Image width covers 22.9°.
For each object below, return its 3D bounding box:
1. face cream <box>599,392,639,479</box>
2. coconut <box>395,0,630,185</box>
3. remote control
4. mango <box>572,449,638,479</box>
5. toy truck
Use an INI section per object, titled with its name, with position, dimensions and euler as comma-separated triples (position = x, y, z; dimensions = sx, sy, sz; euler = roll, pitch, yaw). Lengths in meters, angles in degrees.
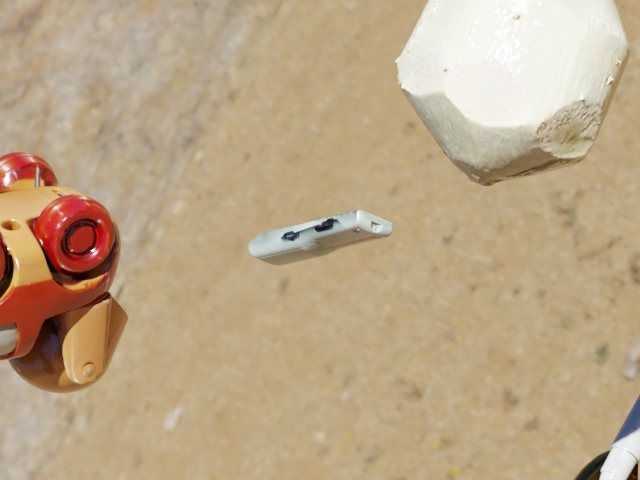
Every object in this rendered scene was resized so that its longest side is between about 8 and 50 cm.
[face cream]
position = 0.323, 0.205, 1.624
dimensions = 0.130, 0.034, 0.034
euler = -57, 20, -21
[coconut]
position = 0.139, -0.122, 1.169
dimensions = 0.162, 0.161, 0.161
euler = -61, 22, -7
[remote control]
position = 0.000, 0.000, 1.753
dimensions = 0.166, 0.065, 0.029
euler = -13, 66, 39
[mango]
position = 0.352, 0.341, 1.992
dimensions = 0.066, 0.101, 0.188
euler = -68, -6, -73
[toy truck]
position = -0.314, 0.054, 1.568
dimensions = 0.189, 0.264, 0.239
euler = 33, 127, 49
